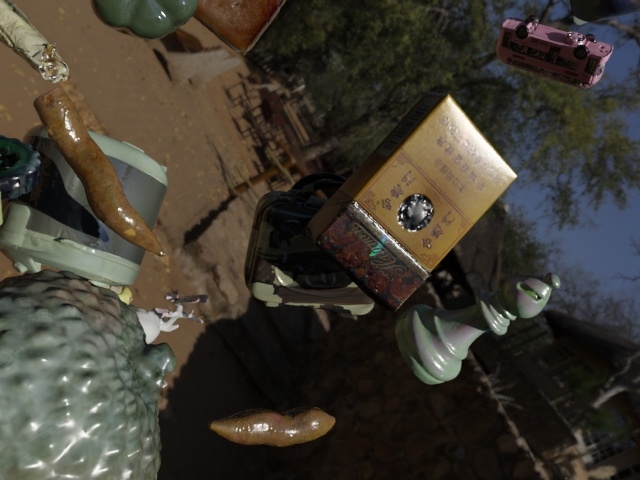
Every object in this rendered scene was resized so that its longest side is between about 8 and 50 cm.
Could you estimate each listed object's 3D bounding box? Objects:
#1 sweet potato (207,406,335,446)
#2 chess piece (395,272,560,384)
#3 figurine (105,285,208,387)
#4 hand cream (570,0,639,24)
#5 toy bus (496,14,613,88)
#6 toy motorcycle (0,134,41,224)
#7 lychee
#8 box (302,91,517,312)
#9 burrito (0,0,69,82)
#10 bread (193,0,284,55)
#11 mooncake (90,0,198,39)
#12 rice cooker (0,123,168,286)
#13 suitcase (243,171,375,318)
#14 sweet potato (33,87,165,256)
[{"bbox_3d":[-0.072,0.281,0.895,0.218,0.065,0.051,8,27,-34],"label":"sweet potato"},{"bbox_3d":[0.263,0.124,0.971,0.139,0.271,0.139,36,35,-30],"label":"chess piece"},{"bbox_3d":[-0.428,0.180,1.294,0.315,0.207,0.284,22,-16,-22],"label":"figurine"},{"bbox_3d":[0.467,-0.324,0.690,0.124,0.340,0.078,45,53,-48],"label":"hand cream"},{"bbox_3d":[0.435,-0.357,1.123,0.203,0.063,0.090,27,-37,24],"label":"toy bus"},{"bbox_3d":[-0.571,-0.096,0.716,0.237,0.409,0.169,-91,-166,-53],"label":"toy motorcycle"},{"bbox_3d":[-0.254,0.156,0.510,0.255,0.274,0.255,161,-90,-86],"label":"lychee"},{"bbox_3d":[0.192,-0.079,1.296,0.264,0.415,0.116,43,1,-24],"label":"box"},{"bbox_3d":[-0.373,-0.258,0.715,0.185,0.045,0.041,46,-19,11],"label":"burrito"},{"bbox_3d":[-0.194,-0.630,1.281,0.333,0.324,0.143,37,14,-14],"label":"bread"},{"bbox_3d":[-0.276,-0.399,0.927,0.168,0.175,0.104,43,2,-19],"label":"mooncake"},{"bbox_3d":[-0.444,-0.050,1.105,0.288,0.288,0.277,44,61,-73],"label":"rice cooker"},{"bbox_3d":[0.000,0.000,1.490,0.194,0.351,0.339,-115,-145,-70],"label":"suitcase"},{"bbox_3d":[-0.325,-0.085,0.878,0.281,0.059,0.067,61,-9,-9],"label":"sweet potato"}]
